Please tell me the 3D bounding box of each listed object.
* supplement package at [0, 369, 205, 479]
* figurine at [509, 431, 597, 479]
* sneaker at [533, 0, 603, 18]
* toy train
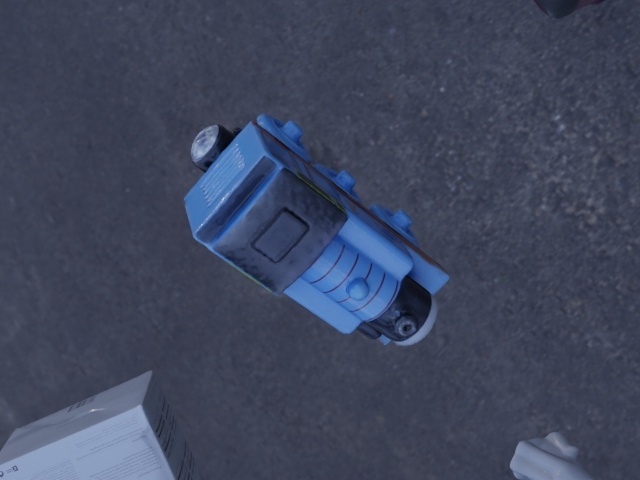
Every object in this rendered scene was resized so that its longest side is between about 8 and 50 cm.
[{"bbox_3d":[-0.254,0.301,1.166,0.149,0.194,0.203,-114,2,-80],"label":"supplement package"},{"bbox_3d":[0.353,0.403,1.360,0.209,0.092,0.215,23,94,52],"label":"figurine"},{"bbox_3d":[0.301,-0.269,0.892,0.162,0.281,0.106,123,148,-72],"label":"sneaker"},{"bbox_3d":[0.000,0.000,0.576,0.184,0.080,0.105,37,-166,-27],"label":"toy train"}]
